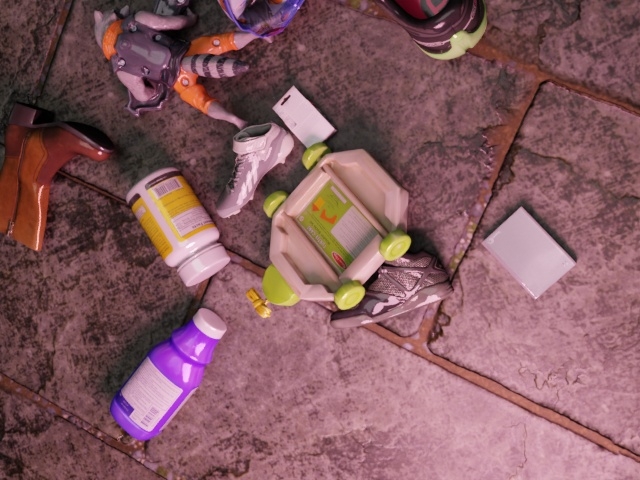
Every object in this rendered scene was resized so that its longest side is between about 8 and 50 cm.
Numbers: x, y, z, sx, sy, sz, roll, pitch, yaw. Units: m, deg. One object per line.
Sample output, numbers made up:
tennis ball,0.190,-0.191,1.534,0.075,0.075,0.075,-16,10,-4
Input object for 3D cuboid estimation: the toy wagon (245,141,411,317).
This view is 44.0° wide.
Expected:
toy wagon,0.000,0.000,1.413,0.344,0.068,0.267,-49,56,16

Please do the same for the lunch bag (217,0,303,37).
lunch bag,-0.149,-0.566,1.295,0.239,0.385,0.328,-26,69,-12

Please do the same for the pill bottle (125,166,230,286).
pill bottle,-0.268,-0.025,1.506,0.119,0.119,0.208,-35,83,16

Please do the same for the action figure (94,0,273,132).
action figure,-0.261,-0.380,1.458,0.330,0.178,0.341,15,99,6

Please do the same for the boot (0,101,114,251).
boot,-0.555,-0.112,1.602,0.264,0.096,0.280,20,100,15

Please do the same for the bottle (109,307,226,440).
bottle,-0.291,0.256,1.543,0.118,0.092,0.283,41,103,10

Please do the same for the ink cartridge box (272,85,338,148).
ink cartridge box,-0.029,-0.224,1.468,0.063,0.029,0.115,-44,80,15

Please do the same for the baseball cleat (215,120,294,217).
baseball cleat,-0.144,-0.138,1.468,0.206,0.109,0.072,-48,41,7

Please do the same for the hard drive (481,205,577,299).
hard drive,0.359,0.021,1.367,0.094,0.022,0.135,-45,80,15

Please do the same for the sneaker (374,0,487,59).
sneaker,0.107,-0.521,1.317,0.185,0.202,0.483,-42,81,14

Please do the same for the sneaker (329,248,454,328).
sneaker,0.111,0.077,1.416,0.227,0.087,0.130,-23,85,14
